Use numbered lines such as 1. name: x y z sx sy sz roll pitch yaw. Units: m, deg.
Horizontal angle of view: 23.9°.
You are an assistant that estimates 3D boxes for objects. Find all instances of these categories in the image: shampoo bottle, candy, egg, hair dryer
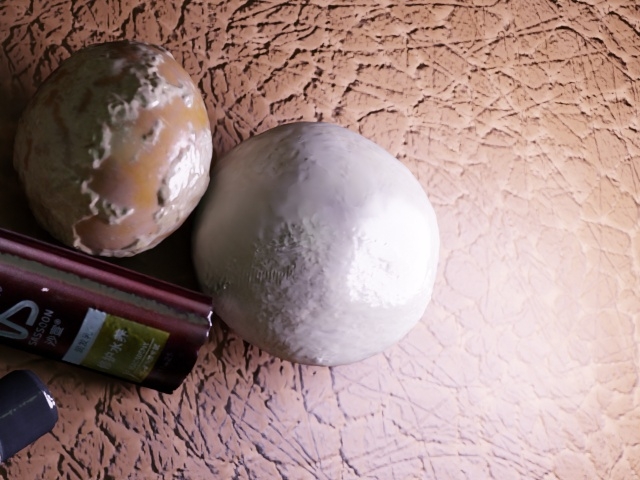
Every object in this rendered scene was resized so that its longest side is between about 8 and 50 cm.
1. shampoo bottle: -0.276 0.058 1.502 0.323 0.129 0.084 20 37 -20
2. candy: 0.000 0.000 1.618 0.295 0.185 0.296 10 64 -21
3. egg: -0.207 -0.096 1.541 0.203 0.203 0.245 25 50 -17
4. hair dryer: -0.349 0.118 1.445 0.124 0.071 0.219 -35 111 -31
